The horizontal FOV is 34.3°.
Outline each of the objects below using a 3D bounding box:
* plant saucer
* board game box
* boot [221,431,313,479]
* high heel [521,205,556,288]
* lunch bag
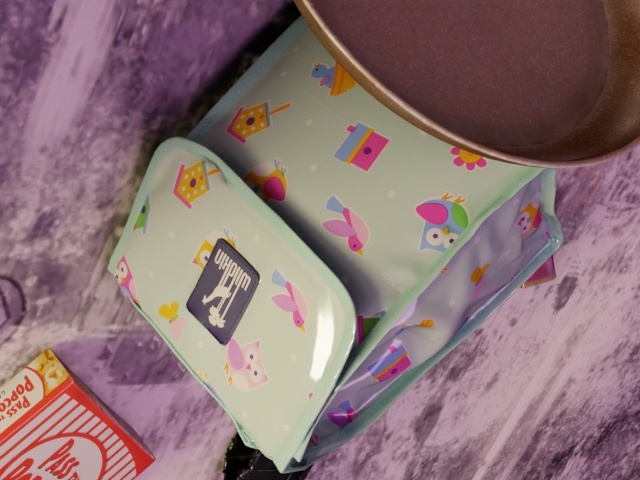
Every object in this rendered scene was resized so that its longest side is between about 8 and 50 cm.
[{"bbox_3d":[0.094,-0.177,0.650,0.310,0.310,0.050,-18,168,-33],"label":"plant saucer"},{"bbox_3d":[-0.240,0.191,0.797,0.193,0.045,0.147,-41,142,-10],"label":"board game box"},{"bbox_3d":[-0.057,0.233,1.013,0.099,0.045,0.121,16,103,-52],"label":"boot"},{"bbox_3d":[0.124,0.003,0.990,0.244,0.082,0.117,-12,99,-20],"label":"high heel"},{"bbox_3d":[0.000,0.000,0.720,0.262,0.223,0.160,-43,152,-7],"label":"lunch bag"}]
